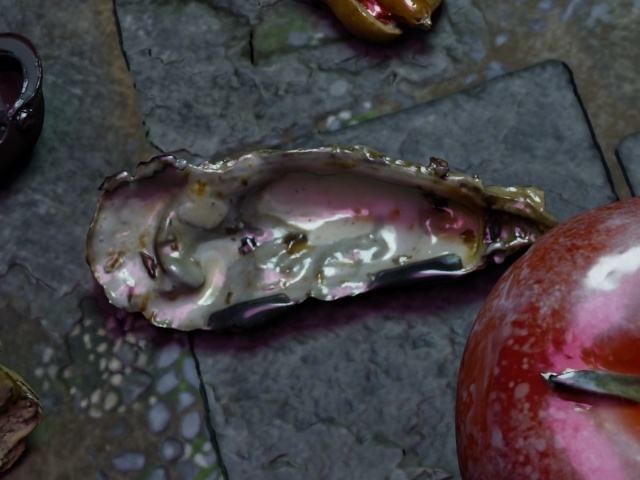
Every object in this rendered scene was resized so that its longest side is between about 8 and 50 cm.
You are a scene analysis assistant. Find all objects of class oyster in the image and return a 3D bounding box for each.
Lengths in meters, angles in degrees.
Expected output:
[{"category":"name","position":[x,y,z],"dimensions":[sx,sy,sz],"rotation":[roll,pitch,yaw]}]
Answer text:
[{"category":"oyster","position":[0.000,-0.003,1.346],"dimensions":[0.344,0.078,0.129],"rotation":[-4,85,9]}]

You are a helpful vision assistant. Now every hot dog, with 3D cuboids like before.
[{"category":"hot dog","position":[0.012,-0.234,1.452],"dimensions":[0.092,0.062,0.236],"rotation":[-40,64,-10]}]

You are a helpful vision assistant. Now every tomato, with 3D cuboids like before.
[{"category":"tomato","position":[0.211,0.107,1.151],"dimensions":[0.270,0.227,0.270],"rotation":[0,79,-2]}]

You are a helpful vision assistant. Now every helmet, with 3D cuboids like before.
[{"category":"helmet","position":[-0.253,-0.092,1.443],"dimensions":[0.123,0.070,0.098],"rotation":[-46,55,-14]}]

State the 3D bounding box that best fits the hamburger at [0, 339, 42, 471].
[{"category":"hamburger","position":[-0.331,0.147,1.332],"dimensions":[0.262,0.124,0.131],"rotation":[-34,44,-8]}]
